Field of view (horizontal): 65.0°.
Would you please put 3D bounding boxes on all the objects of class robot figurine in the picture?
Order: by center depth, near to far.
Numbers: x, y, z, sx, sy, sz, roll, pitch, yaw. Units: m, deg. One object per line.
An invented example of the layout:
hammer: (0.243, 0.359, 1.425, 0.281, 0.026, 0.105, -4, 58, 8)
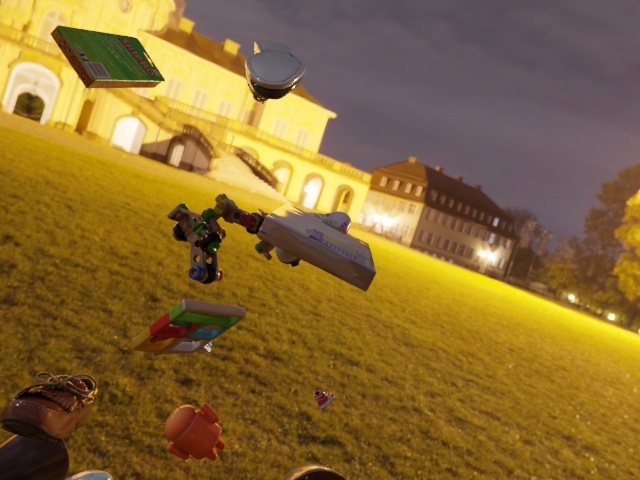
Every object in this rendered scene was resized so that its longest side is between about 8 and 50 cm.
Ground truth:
robot figurine: (-0.413, 0.624, 1.643, 0.219, 0.158, 0.128, 41, 27, -12)

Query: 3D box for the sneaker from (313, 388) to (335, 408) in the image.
sneaker: (0.014, 0.606, 1.965, 0.067, 0.042, 0.118, 60, 21, 7)

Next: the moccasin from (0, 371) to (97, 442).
moccasin: (-0.579, 0.355, 1.112, 0.139, 0.146, 0.380, 18, -16, 1)

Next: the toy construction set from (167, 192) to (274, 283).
toy construction set: (-0.269, -0.048, 1.397, 0.309, 0.257, 0.237, -11, 53, -47)

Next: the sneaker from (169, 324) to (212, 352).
sneaker: (-0.447, 0.315, 1.672, 0.092, 0.087, 0.228, -20, -40, 19)

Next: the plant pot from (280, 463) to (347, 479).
plant pot: (-0.041, 0.866, 1.664, 0.284, 0.283, 0.191, 18, -7, -17)

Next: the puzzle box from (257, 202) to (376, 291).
puzzle box: (0.000, 0.000, 1.268, 0.272, 0.052, 0.409, 27, 9, -1)

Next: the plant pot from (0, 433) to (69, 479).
plant pot: (-0.925, 0.691, 1.502, 0.216, 0.215, 0.230, 19, 15, 23)

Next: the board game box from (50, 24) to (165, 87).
board game box: (-0.446, -0.392, 1.089, 0.124, 0.039, 0.259, 58, 25, -6)

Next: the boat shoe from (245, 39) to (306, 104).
boat shoe: (-0.096, -0.330, 1.024, 0.117, 0.099, 0.319, 4, 32, -9)

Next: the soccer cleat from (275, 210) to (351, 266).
soccer cleat: (-0.013, -0.042, 1.608, 0.116, 0.143, 0.331, 21, 40, 35)

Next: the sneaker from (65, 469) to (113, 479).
sneaker: (-0.695, 0.753, 1.382, 0.150, 0.135, 0.366, -5, 1, 24)

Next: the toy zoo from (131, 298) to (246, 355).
toy zoo: (-0.362, 0.243, 1.332, 0.192, 0.293, 0.030, 18, 45, -46)
